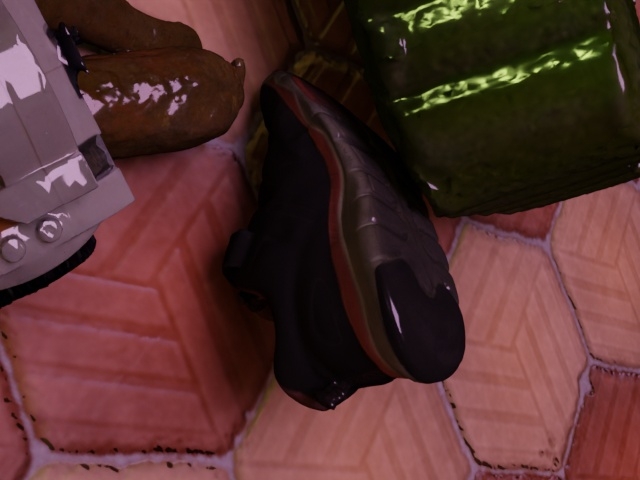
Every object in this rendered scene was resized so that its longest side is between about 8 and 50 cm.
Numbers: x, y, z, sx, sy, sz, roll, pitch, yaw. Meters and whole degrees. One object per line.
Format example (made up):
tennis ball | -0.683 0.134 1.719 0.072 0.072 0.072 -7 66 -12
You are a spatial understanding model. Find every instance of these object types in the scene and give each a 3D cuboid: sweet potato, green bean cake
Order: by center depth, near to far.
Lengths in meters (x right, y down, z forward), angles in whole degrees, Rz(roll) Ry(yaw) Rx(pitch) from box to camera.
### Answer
sweet potato | -0.159 -0.084 0.553 0.273 0.075 0.075 -9 83 -40
sweet potato | -0.171 -0.150 0.572 0.250 0.059 0.069 -9 100 -48
green bean cake | 0.130 -0.176 0.704 0.335 0.218 0.319 5 69 -64

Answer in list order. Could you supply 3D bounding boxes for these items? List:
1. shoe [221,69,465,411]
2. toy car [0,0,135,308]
shoe | 0.000 0.000 0.634 0.114 0.137 0.291 32 30 -39
toy car | -0.238 -0.015 0.392 0.301 0.118 0.193 -31 110 -26
